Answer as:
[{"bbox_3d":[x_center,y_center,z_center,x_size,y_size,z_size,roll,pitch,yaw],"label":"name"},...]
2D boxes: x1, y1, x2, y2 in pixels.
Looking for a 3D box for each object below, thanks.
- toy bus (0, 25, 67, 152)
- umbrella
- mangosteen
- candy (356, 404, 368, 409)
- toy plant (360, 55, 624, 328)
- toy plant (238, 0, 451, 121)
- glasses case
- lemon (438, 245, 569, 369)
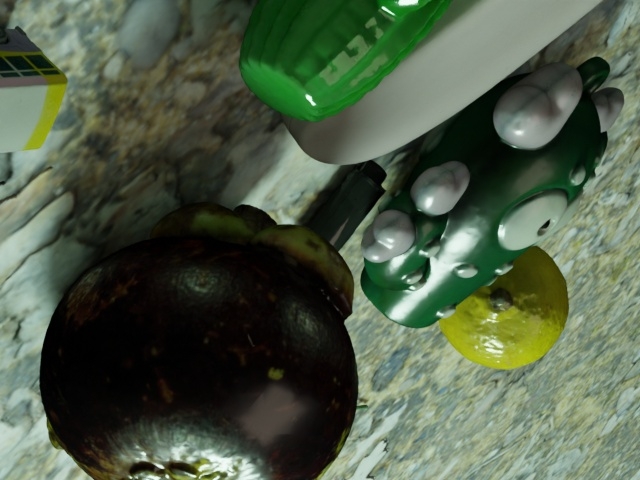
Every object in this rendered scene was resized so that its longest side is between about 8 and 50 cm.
[{"bbox_3d":[-0.176,-0.068,0.827,0.102,0.058,0.052,-11,136,-50],"label":"toy bus"},{"bbox_3d":[0.001,0.000,1.212,0.133,0.031,0.036,-51,179,8],"label":"umbrella"},{"bbox_3d":[-0.066,0.058,1.060,0.192,0.192,0.217,87,13,-55],"label":"mangosteen"},{"bbox_3d":[0.025,0.140,1.451,0.083,0.023,0.025,1,112,-64],"label":"candy"},{"bbox_3d":[0.123,-0.040,1.242,0.243,0.112,0.232,-43,165,2],"label":"toy plant"},{"bbox_3d":[0.049,-0.165,0.949,0.240,0.088,0.154,-43,-162,6],"label":"toy plant"},{"bbox_3d":[0.102,-0.148,1.056,0.297,0.075,0.113,-39,159,17],"label":"glasses case"},{"bbox_3d":[0.146,0.050,1.404,0.109,0.109,0.133,-50,170,7],"label":"lemon"}]
